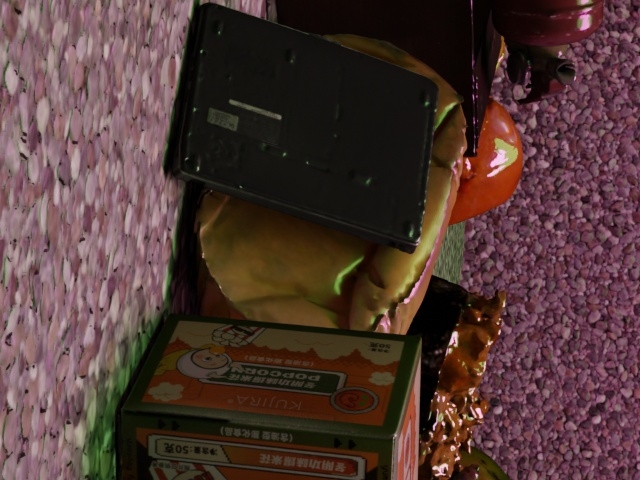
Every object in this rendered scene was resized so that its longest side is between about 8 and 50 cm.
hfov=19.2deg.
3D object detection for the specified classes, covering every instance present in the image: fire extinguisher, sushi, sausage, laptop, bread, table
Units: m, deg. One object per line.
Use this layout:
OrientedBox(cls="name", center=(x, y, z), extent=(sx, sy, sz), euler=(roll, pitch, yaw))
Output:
OrientedBox(cls="fire extinguisher", center=(0.200, -0.275, 1.735), extent=(0.147, 0.106, 0.337), euler=(-122, -152, -67))
OrientedBox(cls="sushi", center=(0.043, 0.173, 1.764), extent=(0.348, 0.207, 0.234), euler=(99, 11, -51))
OrientedBox(cls="sausage", center=(0.127, -0.096, 2.142), extent=(0.268, 0.141, 0.153), euler=(-177, -109, -71))
OrientedBox(cls="laptop", center=(-0.007, -0.088, 1.432), extent=(0.026, 0.207, 0.154), euler=(-30, -133, 59))
OrientedBox(cls="bread", center=(-0.003, -0.014, 1.531), extent=(0.156, 0.204, 0.288), euler=(120, -14, -61))
OrientedBox(cls="table", center=(0.063, -0.259, 1.765), extent=(0.250, 0.196, 0.282), euler=(-70, 159, -56))

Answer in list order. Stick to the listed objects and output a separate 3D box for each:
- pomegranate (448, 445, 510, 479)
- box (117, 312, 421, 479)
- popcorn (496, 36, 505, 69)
OrientedBox(cls="pomegranate", center=(0.152, 0.422, 2.526), extent=(0.260, 0.260, 0.341), euler=(-74, 169, -50))
OrientedBox(cls="box", center=(-0.032, 0.169, 1.366), extent=(0.148, 0.195, 0.177), euler=(-69, 162, -59))
OrientedBox(cls="popcorn", center=(0.106, -0.223, 2.018), extent=(0.197, 0.197, 0.155), euler=(-73, 156, -52))
